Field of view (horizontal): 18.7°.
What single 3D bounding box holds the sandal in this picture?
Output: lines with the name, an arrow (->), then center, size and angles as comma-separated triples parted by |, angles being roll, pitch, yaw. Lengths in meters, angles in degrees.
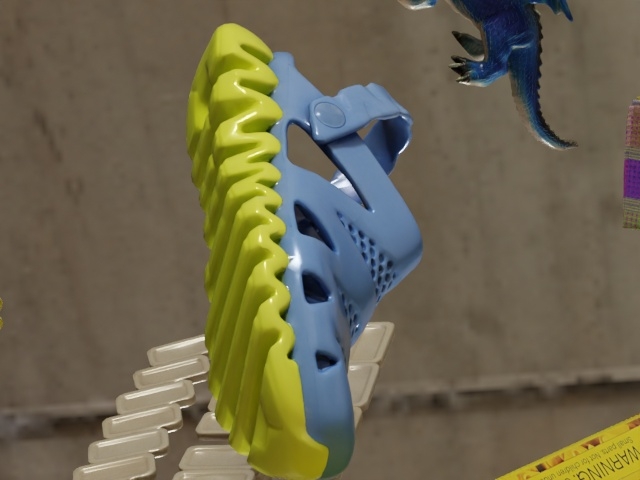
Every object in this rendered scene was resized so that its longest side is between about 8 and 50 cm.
sandal -> 0.000, 0.000, 1.153 | 0.126, 0.138, 0.317 | 116, -24, -49

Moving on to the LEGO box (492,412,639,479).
LEGO box -> 0.105, 0.331, 0.993 | 0.500, 0.193, 0.372 | -18, 70, -44

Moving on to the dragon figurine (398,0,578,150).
dragon figurine -> 0.149, -0.196, 1.493 | 0.289, 0.144, 0.085 | 52, 24, -11

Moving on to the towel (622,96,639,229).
towel -> 0.217, -0.045, 1.211 | 0.009, 0.060, 0.083 | -11, 107, -53

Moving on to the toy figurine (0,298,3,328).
toy figurine -> -0.291, 0.085, 1.020 | 0.362, 0.217, 0.191 | 113, -17, -73

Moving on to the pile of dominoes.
pile of dominoes -> -0.061, 0.141, 1.396 | 0.251, 0.196, 0.040 | -64, 147, -58
